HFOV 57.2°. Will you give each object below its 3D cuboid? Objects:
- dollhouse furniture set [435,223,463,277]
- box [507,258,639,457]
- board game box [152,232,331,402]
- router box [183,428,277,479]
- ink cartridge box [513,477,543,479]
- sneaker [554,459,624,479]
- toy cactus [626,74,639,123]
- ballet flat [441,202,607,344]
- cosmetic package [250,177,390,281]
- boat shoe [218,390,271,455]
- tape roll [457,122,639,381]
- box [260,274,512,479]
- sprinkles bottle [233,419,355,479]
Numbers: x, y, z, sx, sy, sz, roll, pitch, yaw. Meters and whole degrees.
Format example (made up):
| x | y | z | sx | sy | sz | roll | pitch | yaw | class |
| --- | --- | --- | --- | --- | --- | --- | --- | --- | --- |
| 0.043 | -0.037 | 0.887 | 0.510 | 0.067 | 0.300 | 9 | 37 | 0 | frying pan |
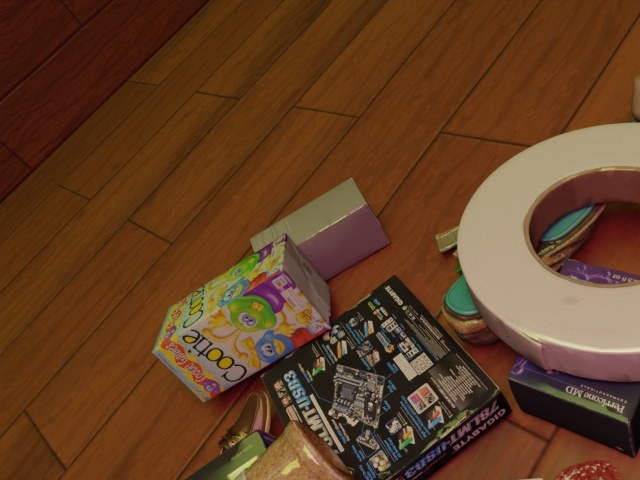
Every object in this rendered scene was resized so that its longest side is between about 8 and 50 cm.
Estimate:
| x | y | z | sx | sy | sz | roll | pitch | yaw | class |
| --- | --- | --- | --- | --- | --- | --- | --- | --- | --- |
| 0.256 | 0.027 | 1.023 | 0.076 | 0.058 | 0.152 | -31 | 22 | 16 | dollhouse furniture set |
| 0.368 | 0.148 | 0.775 | 0.153 | 0.108 | 0.207 | 14 | 61 | 40 | box |
| -0.134 | 0.137 | 1.039 | 0.275 | 0.144 | 0.142 | -32 | 22 | 14 | board game box |
| -0.145 | 0.454 | 0.807 | 0.309 | 0.081 | 0.243 | -36 | 58 | 0 | router box |
| 0.209 | 0.361 | 0.717 | 0.150 | 0.063 | 0.109 | -15 | 46 | 21 | ink cartridge box |
| 0.319 | 0.347 | 0.649 | 0.088 | 0.093 | 0.225 | -23 | 27 | 22 | sneaker |
| 0.524 | -0.176 | 0.929 | 0.219 | 0.180 | 0.112 | -10 | 27 | 19 | toy cactus |
| 0.325 | 0.027 | 0.912 | 0.348 | 0.123 | 0.123 | -43 | 42 | -13 | ballet flat |
| 0.000 | 0.000 | 1.139 | 0.238 | 0.127 | 0.107 | -31 | 41 | 2 | cosmetic package |
| -0.129 | 0.326 | 0.935 | 0.064 | 0.060 | 0.178 | -2 | 66 | 55 | boat shoe |
| 0.378 | -0.002 | 0.770 | 0.392 | 0.072 | 0.392 | -16 | 45 | 16 | tape roll |
| 0.083 | 0.234 | 0.907 | 0.293 | 0.073 | 0.295 | -39 | 40 | 0 | box |
| -0.117 | 0.385 | 0.711 | 0.355 | 0.121 | 0.121 | -45 | 42 | -6 | sprinkles bottle |
